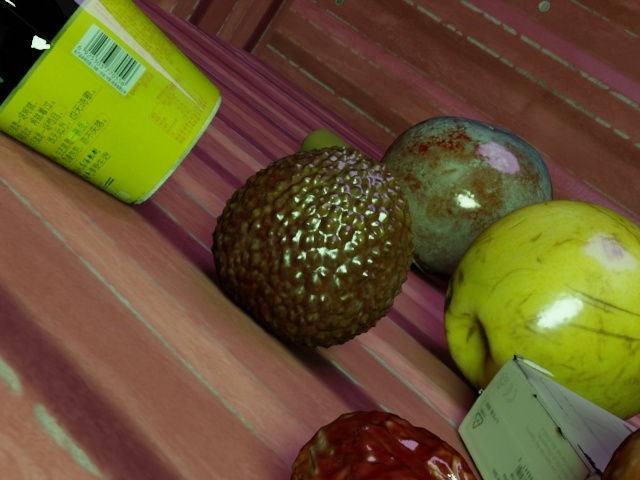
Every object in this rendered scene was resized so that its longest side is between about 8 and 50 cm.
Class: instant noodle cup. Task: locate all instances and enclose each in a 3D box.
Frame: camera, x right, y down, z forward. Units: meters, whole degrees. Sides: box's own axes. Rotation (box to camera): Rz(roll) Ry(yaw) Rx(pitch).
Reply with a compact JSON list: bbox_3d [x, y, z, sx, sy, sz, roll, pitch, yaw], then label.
[{"bbox_3d":[-0.230,-0.159,0.887,0.236,0.215,0.215,38,10,-18],"label":"instant noodle cup"}]

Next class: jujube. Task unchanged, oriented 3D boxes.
[{"bbox_3d":[0.054,0.172,0.503,0.112,0.109,0.176,-14,40,-26],"label":"jujube"}]

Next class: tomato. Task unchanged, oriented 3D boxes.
[{"bbox_3d":[0.247,-0.066,1.595,0.317,0.282,0.316,20,19,-7],"label":"tomato"}]

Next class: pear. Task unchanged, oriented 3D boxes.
[{"bbox_3d":[0.281,0.088,1.071,0.281,0.280,0.280,32,12,-8],"label":"pear"}]

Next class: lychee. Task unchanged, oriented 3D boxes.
[{"bbox_3d":[-0.004,0.005,0.851,0.194,0.194,0.194,32,12,-8],"label":"lychee"}]

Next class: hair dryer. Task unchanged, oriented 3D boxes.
[{"bbox_3d":[0.085,-0.114,1.821,0.279,0.090,0.135,33,8,-37],"label":"hair dryer"}]

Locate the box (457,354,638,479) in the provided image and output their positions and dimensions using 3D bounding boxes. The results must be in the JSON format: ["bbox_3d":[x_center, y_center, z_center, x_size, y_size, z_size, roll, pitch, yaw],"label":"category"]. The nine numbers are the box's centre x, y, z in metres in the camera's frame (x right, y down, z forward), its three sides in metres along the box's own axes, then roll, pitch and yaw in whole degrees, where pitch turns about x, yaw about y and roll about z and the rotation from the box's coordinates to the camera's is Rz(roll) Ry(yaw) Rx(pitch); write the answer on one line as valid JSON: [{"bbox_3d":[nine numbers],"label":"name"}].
[{"bbox_3d":[0.271,0.235,0.829,0.252,0.106,0.203,29,12,-17],"label":"box"}]

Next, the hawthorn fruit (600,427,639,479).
[{"bbox_3d":[0.323,0.249,0.555,0.287,0.287,0.330,28,22,-27],"label":"hawthorn fruit"}]
